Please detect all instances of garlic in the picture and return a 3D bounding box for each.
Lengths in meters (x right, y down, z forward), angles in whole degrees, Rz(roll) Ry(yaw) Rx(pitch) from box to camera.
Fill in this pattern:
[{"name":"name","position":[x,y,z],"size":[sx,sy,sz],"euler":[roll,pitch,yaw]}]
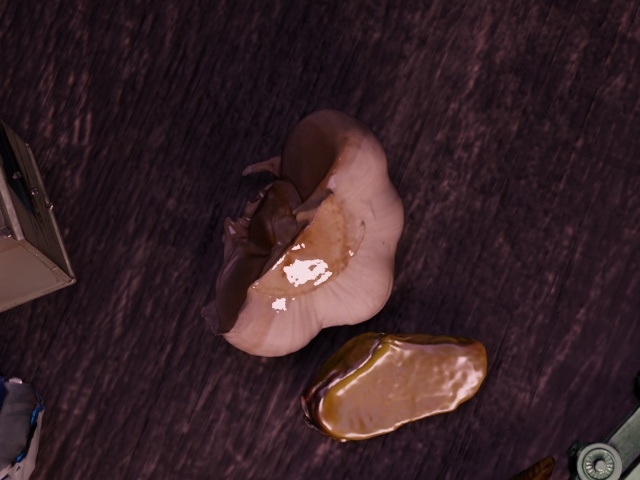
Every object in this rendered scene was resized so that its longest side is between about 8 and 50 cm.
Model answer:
[{"name":"garlic","position":[0.000,0.000,1.740],"size":[0.143,0.178,0.229],"euler":[21,99,-20]}]

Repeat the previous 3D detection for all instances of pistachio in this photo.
[{"name":"pistachio","position":[0.063,0.120,1.743],"size":[0.173,0.049,0.089],"euler":[-18,99,0]}]

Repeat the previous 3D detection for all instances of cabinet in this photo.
[{"name":"cabinet","position":[-0.327,-0.024,1.737],"size":[0.150,0.206,0.145],"euler":[-21,76,1]}]

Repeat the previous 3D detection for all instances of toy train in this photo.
[{"name":"toy train","position":[0.288,0.179,1.698],"size":[0.099,0.070,0.172],"euler":[43,85,3]}]

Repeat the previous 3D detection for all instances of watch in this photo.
[{"name":"watch","position":[-0.397,0.183,1.694],"size":[0.274,0.068,0.276],"euler":[18,38,9]}]

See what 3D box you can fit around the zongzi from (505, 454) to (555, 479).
[{"name":"zongzi","position":[0.153,0.342,1.659],"size":[0.241,0.111,0.248],"euler":[-27,81,-7]}]
